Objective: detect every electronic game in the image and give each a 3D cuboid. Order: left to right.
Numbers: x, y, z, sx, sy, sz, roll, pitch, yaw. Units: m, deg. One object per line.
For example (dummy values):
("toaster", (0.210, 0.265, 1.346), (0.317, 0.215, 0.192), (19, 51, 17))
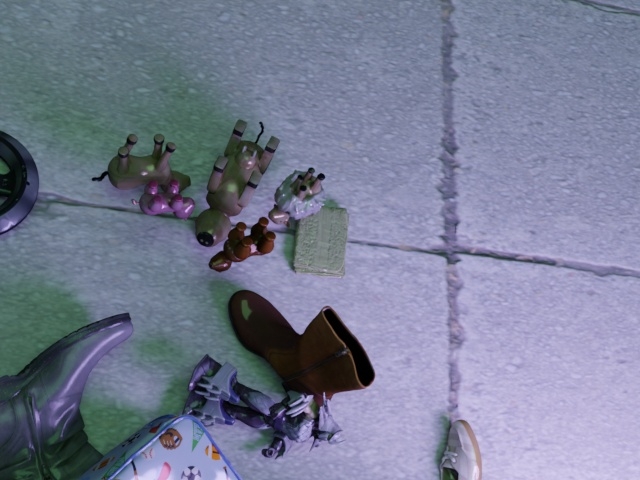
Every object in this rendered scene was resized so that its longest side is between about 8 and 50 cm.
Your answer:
("electronic game", (-0.611, -0.104, 1.684), (0.229, 0.048, 0.229), (8, 62, -15))

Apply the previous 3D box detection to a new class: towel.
("towel", (0.000, 0.000, 1.863), (0.110, 0.027, 0.148), (9, 71, -14))

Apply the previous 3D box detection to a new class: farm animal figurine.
("farm animal figurine", (-0.198, -0.087, 1.762), (0.330, 0.172, 0.327), (40, 52, 6))

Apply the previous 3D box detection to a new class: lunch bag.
("lunch bag", (-0.270, 0.446, 1.550), (0.303, 0.115, 0.243), (-39, 103, -31))

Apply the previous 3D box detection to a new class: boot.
("boot", (-0.416, 0.286, 1.598), (0.338, 0.118, 0.223), (-34, 91, -18))
("boot", (-0.043, 0.166, 1.650), (0.096, 0.280, 0.264), (-26, 82, -25))

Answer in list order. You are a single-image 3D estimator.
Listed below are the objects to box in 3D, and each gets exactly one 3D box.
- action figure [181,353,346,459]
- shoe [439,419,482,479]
("action figure", (-0.091, 0.302, 1.660), (0.285, 0.185, 0.099), (18, 41, 4))
("shoe", (0.256, 0.439, 1.770), (0.058, 0.076, 0.219), (4, 73, -22))
